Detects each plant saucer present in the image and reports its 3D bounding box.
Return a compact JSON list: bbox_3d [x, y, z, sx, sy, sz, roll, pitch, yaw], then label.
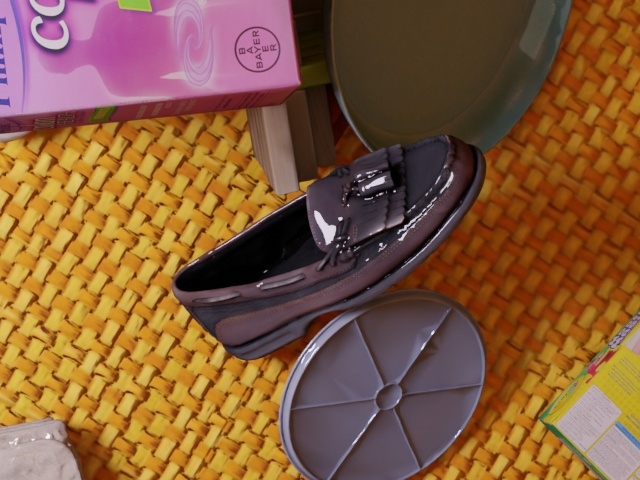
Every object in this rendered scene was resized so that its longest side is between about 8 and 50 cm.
[{"bbox_3d":[0.105,-0.213,1.620,0.317,0.043,0.318,-22,121,-42],"label":"plant saucer"}]

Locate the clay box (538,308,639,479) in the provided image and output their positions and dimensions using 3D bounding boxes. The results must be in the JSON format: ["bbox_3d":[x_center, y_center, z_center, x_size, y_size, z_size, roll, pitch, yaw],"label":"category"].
[{"bbox_3d":[0.317,0.124,1.729,0.127,0.053,0.222,45,84,-6],"label":"clay box"}]

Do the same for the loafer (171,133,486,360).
[{"bbox_3d":[0.000,0.000,1.584,0.095,0.109,0.302,34,128,-28],"label":"loafer"}]

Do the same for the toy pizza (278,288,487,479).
[{"bbox_3d":[0.052,0.127,1.669,0.201,0.032,0.201,-13,122,-22],"label":"toy pizza"}]

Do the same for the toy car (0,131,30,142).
[{"bbox_3d":[-0.265,-0.185,1.614,0.182,0.159,0.136,40,51,-6],"label":"toy car"}]

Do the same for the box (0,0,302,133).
[{"bbox_3d":[-0.152,-0.202,1.478,0.242,0.117,0.214,-6,88,-9],"label":"box"}]

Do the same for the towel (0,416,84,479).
[{"bbox_3d":[-0.278,0.300,1.652,0.187,0.049,0.282,-9,93,-6],"label":"towel"}]

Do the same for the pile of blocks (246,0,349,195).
[{"bbox_3d":[-0.026,-0.226,1.631,0.112,0.149,0.362,-13,92,-8],"label":"pile of blocks"}]
